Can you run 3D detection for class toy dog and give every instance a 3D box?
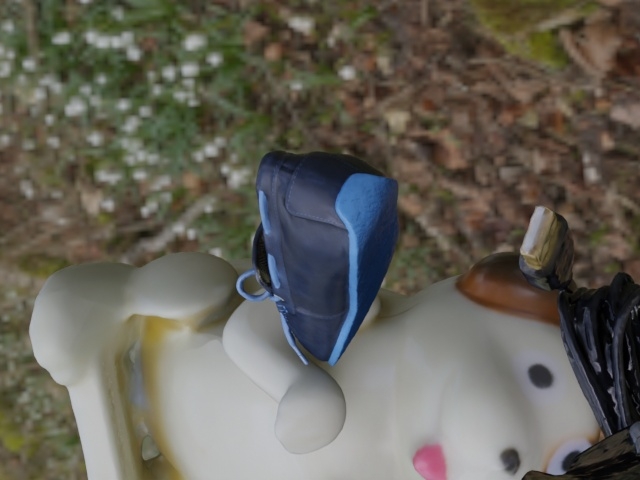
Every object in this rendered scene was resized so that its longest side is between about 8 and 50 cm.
[{"bbox_3d":[0.032,0.143,1.310,0.407,0.395,0.285,-1,98,26],"label":"toy dog"}]

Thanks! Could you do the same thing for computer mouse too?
[{"bbox_3d":[0.104,0.068,0.499,0.060,0.262,0.184,-20,78,16],"label":"computer mouse"}]

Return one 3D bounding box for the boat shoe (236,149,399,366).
[{"bbox_3d":[0.000,0.000,1.047,0.089,0.109,0.258,24,153,9],"label":"boat shoe"}]
